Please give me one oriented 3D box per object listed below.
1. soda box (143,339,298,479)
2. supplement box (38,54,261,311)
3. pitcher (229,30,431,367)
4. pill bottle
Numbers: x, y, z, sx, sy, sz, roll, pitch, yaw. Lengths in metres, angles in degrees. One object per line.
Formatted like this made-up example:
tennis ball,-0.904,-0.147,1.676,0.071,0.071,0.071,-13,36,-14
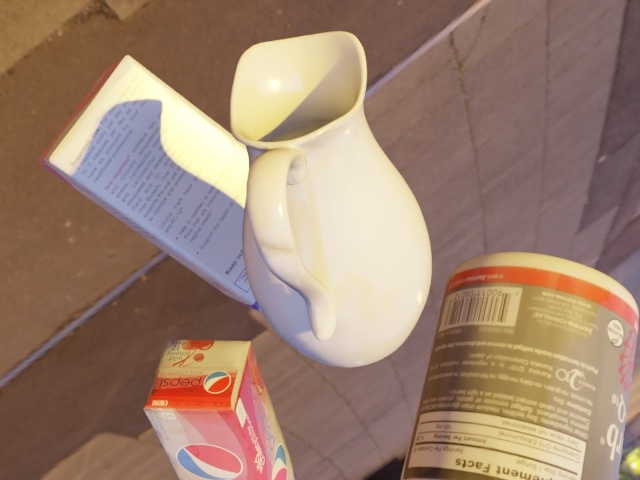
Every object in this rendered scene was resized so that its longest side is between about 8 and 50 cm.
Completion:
soda box,-0.093,0.213,0.908,0.092,0.083,0.263,-2,134,12
supplement box,-0.122,-0.047,0.790,0.114,0.220,0.111,-57,-159,-8
pitcher,0.000,0.000,0.568,0.125,0.177,0.207,-3,130,15
pill bottle,0.196,0.213,0.913,0.210,0.210,0.363,82,22,-66
